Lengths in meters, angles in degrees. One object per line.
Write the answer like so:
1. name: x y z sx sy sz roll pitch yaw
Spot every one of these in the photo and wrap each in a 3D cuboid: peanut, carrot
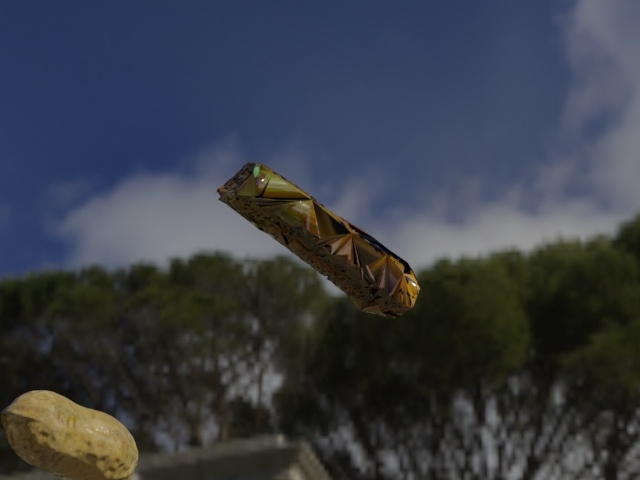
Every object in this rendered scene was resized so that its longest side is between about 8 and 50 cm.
1. peanut: -0.296 0.240 2.133 0.108 0.095 0.226 3 -22 35
2. carrot: 0.001 -0.001 1.776 0.228 0.069 0.069 36 -49 -20
